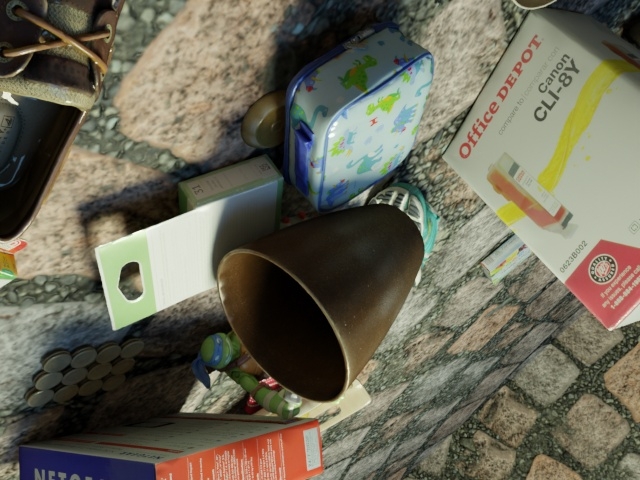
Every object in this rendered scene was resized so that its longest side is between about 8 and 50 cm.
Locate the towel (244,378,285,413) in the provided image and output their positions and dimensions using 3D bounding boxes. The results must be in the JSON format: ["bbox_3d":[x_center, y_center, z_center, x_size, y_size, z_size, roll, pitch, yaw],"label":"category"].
[{"bbox_3d":[-0.040,0.227,1.308,0.199,0.031,0.275,-15,141,-33],"label":"towel"}]

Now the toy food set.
[{"bbox_3d":[-0.033,0.373,1.395,0.220,0.092,0.306,-32,159,11],"label":"toy food set"}]

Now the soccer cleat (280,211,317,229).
[{"bbox_3d":[0.000,0.000,0.999,0.196,0.068,0.076,-8,141,-47],"label":"soccer cleat"}]

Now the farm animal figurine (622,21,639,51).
[{"bbox_3d":[0.629,-0.301,1.204,0.327,0.172,0.330,19,126,-43],"label":"farm animal figurine"}]

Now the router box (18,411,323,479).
[{"bbox_3d":[-0.220,0.321,0.991,0.335,0.082,0.301,-10,172,40],"label":"router box"}]

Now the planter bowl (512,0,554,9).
[{"bbox_3d":[0.227,-0.348,0.721,0.162,0.109,0.162,-28,149,-19],"label":"planter bowl"}]

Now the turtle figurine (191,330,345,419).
[{"bbox_3d":[-0.033,0.173,1.059,0.274,0.198,0.266,-46,143,18],"label":"turtle figurine"}]

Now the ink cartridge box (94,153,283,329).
[{"bbox_3d":[-0.160,0.003,0.831,0.235,0.056,0.171,-21,146,-23],"label":"ink cartridge box"}]

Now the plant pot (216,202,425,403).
[{"bbox_3d":[0.026,0.051,0.862,0.230,0.215,0.215,-35,154,-35],"label":"plant pot"}]

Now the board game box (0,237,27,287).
[{"bbox_3d":[-0.399,0.057,0.603,0.259,0.039,0.124,-33,153,12],"label":"board game box"}]

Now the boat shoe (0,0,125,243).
[{"bbox_3d":[-0.203,-0.142,0.507,0.123,0.123,0.342,4,130,-51],"label":"boat shoe"}]

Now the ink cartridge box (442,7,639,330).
[{"bbox_3d":[0.397,-0.110,0.968,0.160,0.384,0.279,-7,138,-39],"label":"ink cartridge box"}]

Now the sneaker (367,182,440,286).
[{"bbox_3d":[0.143,-0.025,1.121,0.110,0.107,0.275,-53,159,-16],"label":"sneaker"}]

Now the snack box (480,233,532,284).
[{"bbox_3d":[0.444,0.034,1.576,0.141,0.037,0.100,-40,152,2],"label":"snack box"}]

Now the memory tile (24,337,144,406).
[{"bbox_3d":[-0.326,0.182,0.938,0.148,0.012,0.113,-3,135,-47],"label":"memory tile"}]

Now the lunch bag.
[{"bbox_3d":[0.037,-0.138,0.796,0.176,0.090,0.219,-37,159,-20],"label":"lunch bag"}]

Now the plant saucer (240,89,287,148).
[{"bbox_3d":[-0.054,-0.138,0.793,0.083,0.015,0.083,-28,149,-18],"label":"plant saucer"}]
